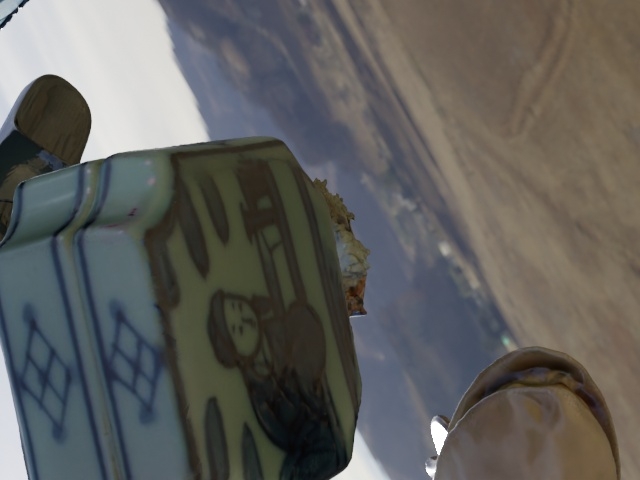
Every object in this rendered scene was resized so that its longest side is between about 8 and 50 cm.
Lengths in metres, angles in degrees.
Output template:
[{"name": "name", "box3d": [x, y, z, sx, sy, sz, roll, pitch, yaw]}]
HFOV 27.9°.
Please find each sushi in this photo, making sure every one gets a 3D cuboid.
[{"name": "sushi", "box3d": [0.001, -0.003, 1.604, 0.097, 0.103, 0.226, 8, -143, -30]}]

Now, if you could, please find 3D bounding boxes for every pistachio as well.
[{"name": "pistachio", "box3d": [0.168, 0.190, 1.023, 0.126, 0.152, 0.223, -59, -19, -54]}]

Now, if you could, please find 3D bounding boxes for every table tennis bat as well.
[{"name": "table tennis bat", "box3d": [0.080, 0.232, 1.184, 0.170, 0.119, 0.107, 125, 121, -79]}]

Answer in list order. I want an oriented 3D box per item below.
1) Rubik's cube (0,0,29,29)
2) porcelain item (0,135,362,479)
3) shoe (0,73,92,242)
[{"name": "Rubik's cube", "box3d": [-0.468, -0.230, 1.146, 0.368, 0.387, 0.358, 26, -126, -28]}, {"name": "porcelain item", "box3d": [-0.091, 0.069, 0.957, 0.286, 0.157, 0.281, -12, -89, -63]}, {"name": "shoe", "box3d": [-0.275, -0.075, 1.287, 0.108, 0.093, 0.241, 39, -132, -34]}]
